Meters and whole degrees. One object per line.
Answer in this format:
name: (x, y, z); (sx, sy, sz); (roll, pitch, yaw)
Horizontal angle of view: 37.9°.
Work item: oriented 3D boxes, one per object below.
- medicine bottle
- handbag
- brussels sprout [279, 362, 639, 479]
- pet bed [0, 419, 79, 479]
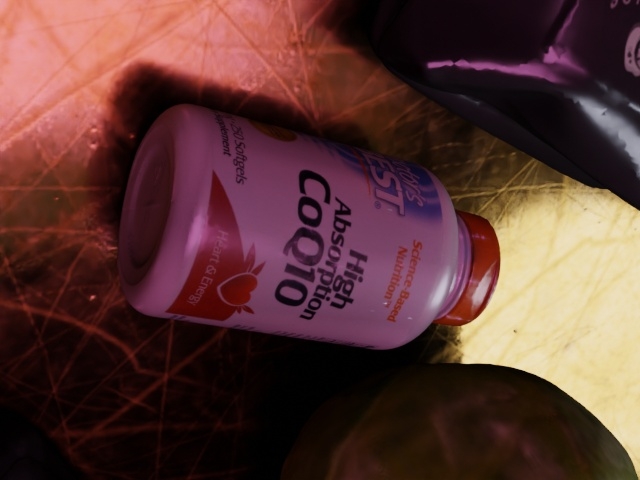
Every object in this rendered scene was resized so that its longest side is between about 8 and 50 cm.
medicine bottle: (0.000, 0.000, 0.732); (0.288, 0.157, 0.157); (11, 107, -27)
handbag: (0.239, -0.198, 0.755); (0.342, 0.152, 0.288); (24, 99, -30)
brussels sprout: (0.096, 0.263, 0.822); (0.355, 0.281, 0.289); (-49, 149, 23)
pet bed: (-0.225, 0.232, 0.721); (0.053, 0.201, 0.201); (-24, 120, 4)
